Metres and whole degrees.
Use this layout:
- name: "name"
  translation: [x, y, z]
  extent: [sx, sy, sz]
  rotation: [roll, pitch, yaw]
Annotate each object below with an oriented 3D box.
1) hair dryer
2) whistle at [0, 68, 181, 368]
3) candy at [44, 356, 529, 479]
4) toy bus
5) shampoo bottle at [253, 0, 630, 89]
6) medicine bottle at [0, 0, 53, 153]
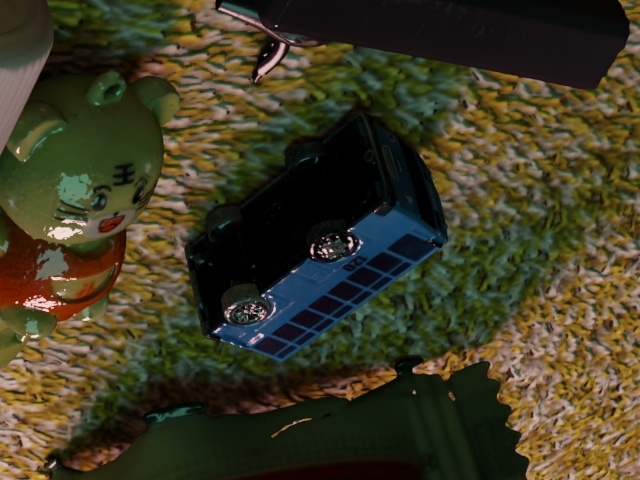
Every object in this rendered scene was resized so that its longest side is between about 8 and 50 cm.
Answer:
- name: "hair dryer"
  translation: [-0.040, -0.129, 1.252]
  extent: [0.079, 0.031, 0.083]
  rotation: [15, 143, -18]
- name: "whistle"
  translation: [-0.181, -0.007, 1.279]
  extent: [0.131, 0.106, 0.288]
  rotation: [-18, 148, -42]
- name: "candy"
  translation: [-0.017, 0.245, 1.537]
  extent: [0.398, 0.263, 0.172]
  rotation: [-16, 152, 2]
- name: "toy bus"
  translation: [0.000, 0.000, 1.373]
  extent: [0.185, 0.090, 0.106]
  rotation: [-36, 138, 29]
- name: "shampoo bottle"
  translation: [0.037, -0.162, 1.172]
  extent: [0.309, 0.098, 0.071]
  rotation: [7, 137, -26]
- name: "medicine bottle"
  translation: [-0.313, -0.014, 1.149]
  extent: [0.242, 0.242, 0.395]
  rotation: [9, 124, -28]
